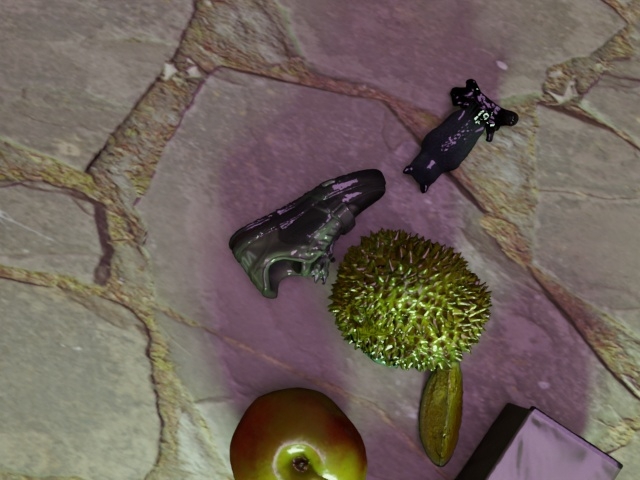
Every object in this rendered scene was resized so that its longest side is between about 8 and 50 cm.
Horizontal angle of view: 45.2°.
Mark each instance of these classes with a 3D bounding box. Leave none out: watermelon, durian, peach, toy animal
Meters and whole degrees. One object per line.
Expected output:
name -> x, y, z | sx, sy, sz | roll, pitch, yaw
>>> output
watermelon -> 0.225, 0.297, 1.339 | 0.075, 0.092, 0.181 | 8, 85, -19
durian -> 0.139, 0.100, 1.263 | 0.291, 0.291, 0.224 | 28, 91, -3
peach -> -0.035, 0.349, 1.247 | 0.231, 0.231, 0.230 | 0, 87, -6
toy animal -> 0.244, -0.173, 1.355 | 0.121, 0.117, 0.210 | 39, 82, -9

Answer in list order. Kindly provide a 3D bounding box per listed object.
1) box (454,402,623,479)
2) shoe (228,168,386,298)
box -> 0.344, 0.425, 1.302 | 0.188, 0.153, 0.252 | 33, 84, 4
shoe -> 0.000, 0.000, 1.303 | 0.293, 0.109, 0.149 | -26, 67, 1
